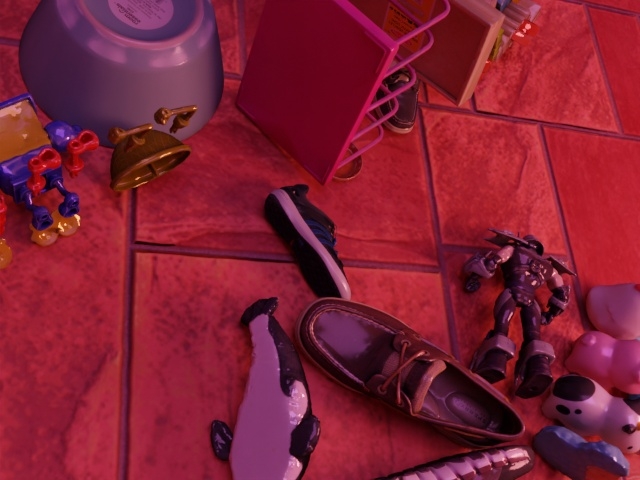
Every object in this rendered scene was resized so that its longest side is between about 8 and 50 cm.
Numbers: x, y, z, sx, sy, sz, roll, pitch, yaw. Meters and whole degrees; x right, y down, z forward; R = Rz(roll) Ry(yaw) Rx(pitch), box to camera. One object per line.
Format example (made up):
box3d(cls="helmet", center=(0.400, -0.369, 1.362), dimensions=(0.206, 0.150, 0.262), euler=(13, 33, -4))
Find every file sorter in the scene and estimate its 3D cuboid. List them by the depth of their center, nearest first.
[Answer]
box3d(cls="file sorter", center=(0.033, -0.272, 1.164), dimensions=(0.202, 0.290, 0.182), euler=(44, 54, 12))

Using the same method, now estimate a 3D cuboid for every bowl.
box3d(cls="bowl", center=(-0.275, -0.307, 1.144), dimensions=(0.312, 0.163, 0.311), euler=(9, 61, -17))

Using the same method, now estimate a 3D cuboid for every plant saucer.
box3d(cls="plant saucer", center=(0.028, -0.132, 1.263), dimensions=(0.084, 0.013, 0.083), euler=(10, 61, -18))

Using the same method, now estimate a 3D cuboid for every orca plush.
box3d(cls="orca plush", center=(-0.061, 0.227, 1.025), dimensions=(0.151, 0.102, 0.287), euler=(-27, 58, 15))

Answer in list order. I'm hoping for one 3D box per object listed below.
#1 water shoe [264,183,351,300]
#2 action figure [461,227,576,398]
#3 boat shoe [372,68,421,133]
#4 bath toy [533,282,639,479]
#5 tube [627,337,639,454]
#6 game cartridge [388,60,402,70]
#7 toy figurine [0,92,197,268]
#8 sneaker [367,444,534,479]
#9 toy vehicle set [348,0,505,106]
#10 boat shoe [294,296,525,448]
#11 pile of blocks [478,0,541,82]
box3d(cls="water shoe", center=(0.000, 0.000, 1.151), dimensions=(0.080, 0.073, 0.203), euler=(-26, 78, -34))
box3d(cls="action figure", center=(0.305, 0.097, 1.214), dimensions=(0.185, 0.099, 0.285), euler=(21, 55, -3))
box3d(cls="boat shoe", center=(0.135, -0.292, 1.351), dimensions=(0.080, 0.073, 0.223), euler=(8, 61, -17))
box3d(cls="bath toy", center=(0.453, 0.199, 1.198), dimensions=(0.151, 0.129, 0.348), euler=(34, 57, -3))
box3d(cls="tube", center=(0.525, 0.243, 1.256), dimensions=(0.080, 0.052, 0.207), euler=(36, 51, -14))
box3d(cls="game cartridge", center=(0.155, -0.453, 1.365), dimensions=(0.230, 0.068, 0.355), euler=(-14, 57, 15))
box3d(cls="toy figurine", center=(-0.368, -0.140, 1.012), dimensions=(0.363, 0.191, 0.217), euler=(-31, 73, -29))
box3d(cls="sneaker", center=(0.169, 0.372, 1.024), dimensions=(0.282, 0.106, 0.162), euler=(-11, 75, -16))
box3d(cls="toy vehicle set", center=(0.139, -0.342, 1.183), dimensions=(0.267, 0.166, 0.035), euler=(41, 60, 16))
box3d(cls="boat shoe", center=(0.127, 0.181, 1.065), dimensions=(0.342, 0.123, 0.123), euler=(34, 76, -6))
box3d(cls="pile of blocks", center=(0.335, -0.400, 1.430), dimensions=(0.113, 0.149, 0.362), euler=(34, 56, 13))
